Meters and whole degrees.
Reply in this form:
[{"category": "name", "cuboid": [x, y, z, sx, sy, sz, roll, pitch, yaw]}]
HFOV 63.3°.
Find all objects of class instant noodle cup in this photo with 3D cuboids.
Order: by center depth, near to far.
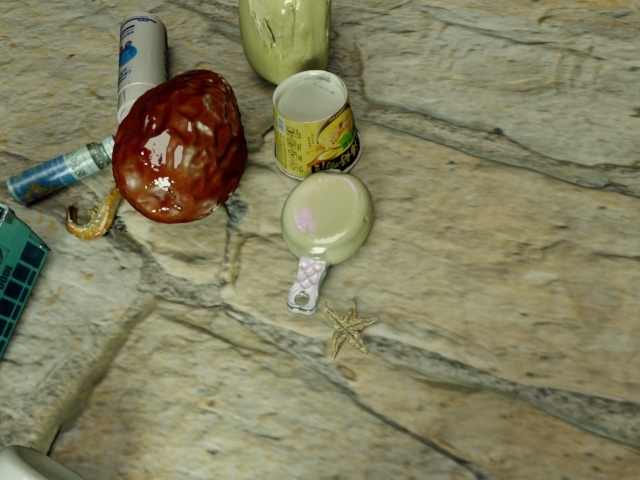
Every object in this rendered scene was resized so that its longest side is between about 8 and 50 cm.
[{"category": "instant noodle cup", "cuboid": [-0.010, -0.184, 0.825, 0.152, 0.122, 0.151, -3, 60, 4]}]

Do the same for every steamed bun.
[{"category": "steamed bun", "cuboid": [-0.063, -0.423, 0.914, 0.166, 0.232, 0.272, 2, 58, 3]}]

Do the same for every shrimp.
[{"category": "shrimp", "cuboid": [-0.371, -0.059, 0.863, 0.091, 0.025, 0.127, 18, 66, 20]}]

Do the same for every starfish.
[{"category": "starfish", "cuboid": [0.032, 0.118, 0.701, 0.086, 0.016, 0.092, -42, 68, -18]}]

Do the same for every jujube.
[{"category": "jujube", "cuboid": [-0.208, -0.152, 0.798, 0.197, 0.197, 0.290, -1, 44, 8]}]

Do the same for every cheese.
[{"category": "cheese", "cuboid": [0.000, 0.000, 0.748, 0.137, 0.064, 0.227, 7, 59, 16]}]

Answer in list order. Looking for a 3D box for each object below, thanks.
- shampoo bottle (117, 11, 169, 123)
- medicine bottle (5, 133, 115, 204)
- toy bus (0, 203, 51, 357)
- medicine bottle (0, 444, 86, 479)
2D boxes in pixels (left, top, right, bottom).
[{"category": "shampoo bottle", "cuboid": [-0.326, -0.292, 0.956, 0.092, 0.092, 0.303, -12, 59, 2]}, {"category": "medicine bottle", "cuboid": [-0.437, -0.123, 0.896, 0.191, 0.051, 0.051, -27, 59, -7]}, {"category": "toy bus", "cuboid": [-0.502, 0.080, 0.729, 0.128, 0.147, 0.255, 8, 66, 12]}, {"category": "medicine bottle", "cuboid": [-0.358, 0.361, 0.542, 0.145, 0.144, 0.252, 24, 63, 21]}]
